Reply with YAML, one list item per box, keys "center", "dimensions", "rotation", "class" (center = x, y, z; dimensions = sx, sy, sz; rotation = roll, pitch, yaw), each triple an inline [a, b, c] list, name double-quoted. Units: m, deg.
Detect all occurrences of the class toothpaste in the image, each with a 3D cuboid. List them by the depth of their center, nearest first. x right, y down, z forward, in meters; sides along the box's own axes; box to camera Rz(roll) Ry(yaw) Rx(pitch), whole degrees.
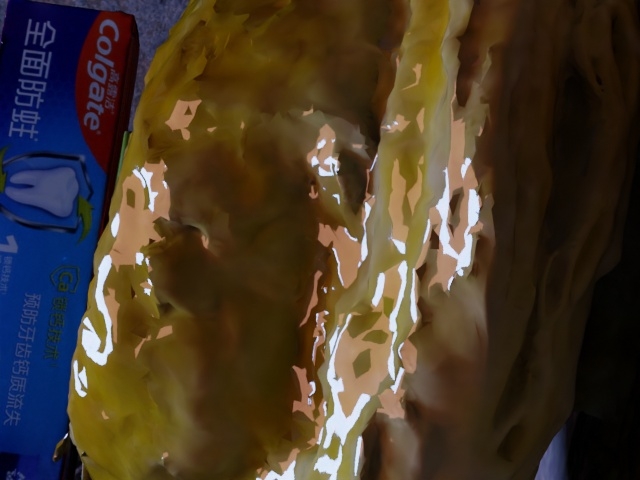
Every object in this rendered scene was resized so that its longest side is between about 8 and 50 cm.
- center: [-0.161, 0.026, 0.925]
  dimensions: [0.066, 0.076, 0.320]
  rotation: [100, 178, -77]
  class: "toothpaste"

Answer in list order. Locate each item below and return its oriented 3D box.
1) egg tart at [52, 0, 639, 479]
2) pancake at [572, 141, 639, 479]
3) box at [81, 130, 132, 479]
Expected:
- center: [0.000, 0.000, 0.517]
  dimensions: [0.319, 0.128, 0.319]
  rotation: [-166, 90, -87]
  class: "egg tart"
- center: [0.092, 0.025, 0.408]
  dimensions: [0.376, 0.054, 0.197]
  rotation: [130, 146, -84]
  class: "pancake"
- center: [-0.025, 0.062, 0.899]
  dimensions: [0.177, 0.195, 0.148]
  rotation: [104, 172, -49]
  class: "box"
